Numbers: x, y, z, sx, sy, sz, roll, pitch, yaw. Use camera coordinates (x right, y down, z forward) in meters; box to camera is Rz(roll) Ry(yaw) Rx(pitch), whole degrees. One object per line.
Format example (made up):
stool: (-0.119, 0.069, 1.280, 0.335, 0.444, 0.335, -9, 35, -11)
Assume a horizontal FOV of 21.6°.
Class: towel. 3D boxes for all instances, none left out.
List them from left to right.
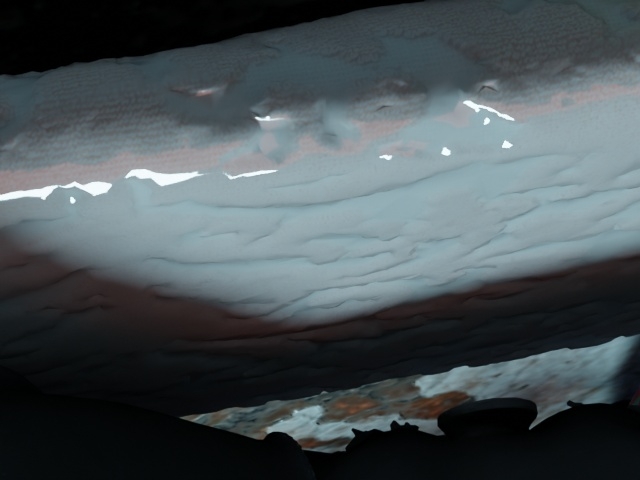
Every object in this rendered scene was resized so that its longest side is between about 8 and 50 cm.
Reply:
towel: (0.000, 0.000, 0.592, 0.331, 0.053, 0.317, -10, 164, -7)

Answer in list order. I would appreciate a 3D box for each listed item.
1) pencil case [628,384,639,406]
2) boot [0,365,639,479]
pencil case: (0.227, 0.101, 0.878, 0.133, 0.119, 0.306, 4, 150, -2)
boot: (0.093, 0.116, 0.576, 0.445, 0.146, 0.367, 0, 176, 4)
